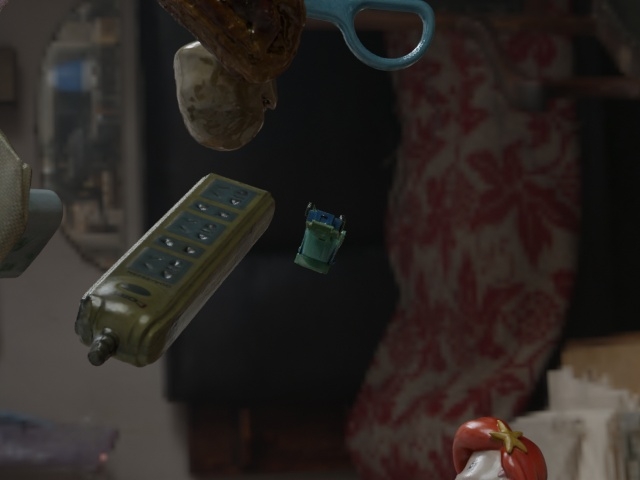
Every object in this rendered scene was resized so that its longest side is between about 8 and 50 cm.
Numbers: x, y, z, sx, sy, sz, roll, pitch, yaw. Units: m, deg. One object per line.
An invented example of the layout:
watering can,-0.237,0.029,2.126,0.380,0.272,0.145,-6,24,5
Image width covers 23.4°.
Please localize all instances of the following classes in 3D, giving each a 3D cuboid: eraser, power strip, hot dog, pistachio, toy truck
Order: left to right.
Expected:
eraser,-0.518,-0.012,2.323,0.174,0.227,0.081,-45,65,26
power strip,-0.150,0.026,1.589,0.387,0.092,0.066,-54,-19,-58
pistachio,-0.133,-0.203,2.125,0.153,0.138,0.238,42,166,9
hot dog,-0.111,-0.287,1.781,0.099,0.227,0.160,-29,26,59
toy truck,0.000,0.000,2.412,0.175,0.067,0.081,95,-165,-78

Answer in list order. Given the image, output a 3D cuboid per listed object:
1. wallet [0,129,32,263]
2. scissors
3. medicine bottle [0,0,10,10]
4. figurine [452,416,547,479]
wallet,-0.416,-0.021,1.363,0.335,0.275,0.068,-53,-8,1
scissors,-0.066,-0.327,1.971,0.029,0.447,0.193,158,115,-74
medicine bottle,-0.477,-0.347,1.629,0.302,0.241,0.241,52,-175,-27
figurine,0.222,0.377,2.026,0.208,0.257,0.181,22,149,33
